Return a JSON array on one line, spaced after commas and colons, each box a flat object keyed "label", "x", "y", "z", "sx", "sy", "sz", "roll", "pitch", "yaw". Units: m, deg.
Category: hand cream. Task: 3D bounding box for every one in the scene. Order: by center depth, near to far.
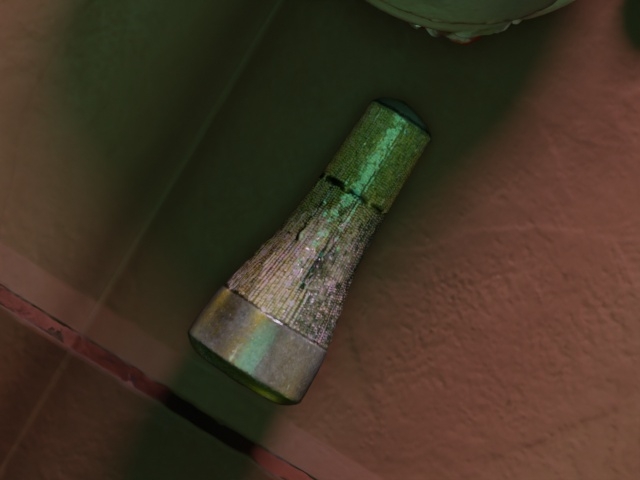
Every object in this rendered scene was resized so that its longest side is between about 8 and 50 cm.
[{"label": "hand cream", "x": 0.000, "y": 0.000, "z": 1.166, "sx": 0.084, "sy": 0.084, "sz": 0.203, "roll": 31, "pitch": 88, "yaw": -1}]

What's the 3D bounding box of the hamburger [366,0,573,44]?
[{"label": "hamburger", "x": 0.066, "y": -0.265, "z": 1.104, "sx": 0.227, "sy": 0.151, "sz": 0.295, "roll": -40, "pitch": 85, "yaw": -1}]
